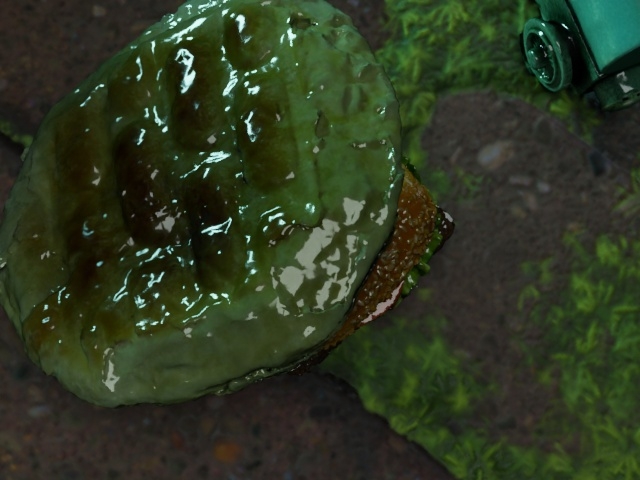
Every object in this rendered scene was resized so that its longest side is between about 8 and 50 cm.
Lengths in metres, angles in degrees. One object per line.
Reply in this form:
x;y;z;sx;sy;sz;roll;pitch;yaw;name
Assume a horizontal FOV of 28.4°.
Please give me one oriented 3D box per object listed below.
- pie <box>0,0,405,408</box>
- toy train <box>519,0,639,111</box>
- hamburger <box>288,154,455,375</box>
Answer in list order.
-0.081;-0.031;0.806;0.306;0.071;0.306;-11;62;22;pie
0.173;-0.214;0.868;0.101;0.159;0.248;-22;82;-13;toy train
0.000;0.000;0.854;0.166;0.087;0.137;-44;87;-8;hamburger
